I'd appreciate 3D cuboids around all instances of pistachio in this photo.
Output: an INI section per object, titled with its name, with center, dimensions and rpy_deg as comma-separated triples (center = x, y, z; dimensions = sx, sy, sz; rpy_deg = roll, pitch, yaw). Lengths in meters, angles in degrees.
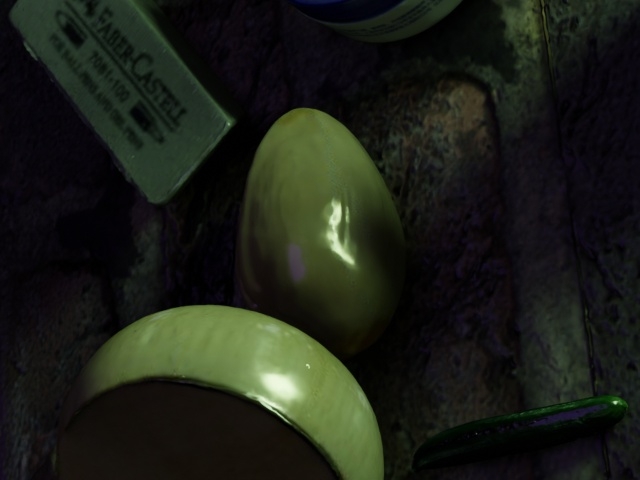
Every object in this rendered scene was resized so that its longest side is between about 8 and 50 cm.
[pistachio]
center = 0.000, 0.000, 1.446
dimensions = 0.144, 0.144, 0.215
rpy_deg = -18, 60, 28

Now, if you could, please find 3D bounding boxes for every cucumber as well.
[cucumber]
center = 0.149, 0.147, 1.356
dimensions = 0.184, 0.036, 0.033
rpy_deg = -15, 58, 28

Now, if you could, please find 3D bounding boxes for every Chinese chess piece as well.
[Chinese chess piece]
center = -0.078, 0.171, 1.372
dimensions = 0.257, 0.257, 0.104
rpy_deg = -21, 26, 27

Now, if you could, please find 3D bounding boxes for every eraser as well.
[eraser]
center = -0.186, -0.165, 1.650
dimensions = 0.111, 0.077, 0.352
rpy_deg = -48, 55, 13

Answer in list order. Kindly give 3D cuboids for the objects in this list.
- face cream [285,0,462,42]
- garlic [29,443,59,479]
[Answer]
[face cream]
center = 0.048, -0.275, 1.507
dimensions = 0.206, 0.111, 0.206
rpy_deg = -12, 68, 31
[garlic]
center = -0.193, 0.247, 1.515
dimensions = 0.147, 0.102, 0.159
rpy_deg = -3, 85, 19
